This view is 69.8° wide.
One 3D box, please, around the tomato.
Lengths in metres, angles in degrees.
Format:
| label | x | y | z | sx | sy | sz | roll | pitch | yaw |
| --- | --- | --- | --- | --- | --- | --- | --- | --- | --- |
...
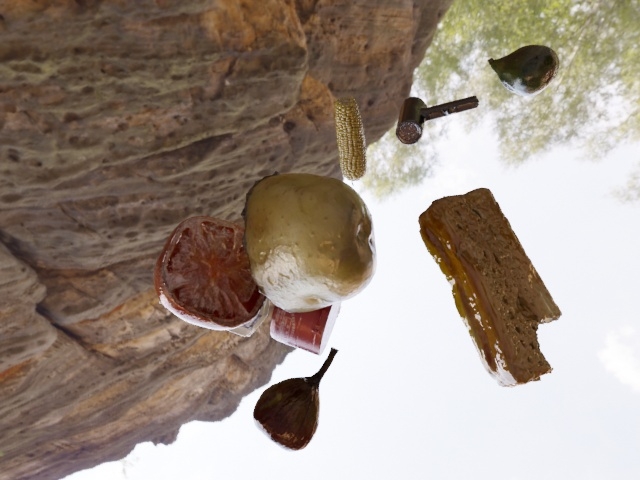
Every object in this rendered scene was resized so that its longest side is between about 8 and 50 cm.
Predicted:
| label | x | y | z | sx | sy | sz | roll | pitch | yaw |
| --- | --- | --- | --- | --- | --- | --- | --- | --- | --- |
| tomato | -0.221 | 0.070 | 0.909 | 0.237 | 0.095 | 0.236 | 20 | -123 | -34 |

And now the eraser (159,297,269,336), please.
| label | x | y | z | sx | sy | sz | roll | pitch | yaw |
| --- | --- | --- | --- | --- | --- | --- | --- | --- | --- |
| eraser | -0.295 | 0.168 | 1.298 | 0.279 | 0.124 | 0.081 | 26 | -144 | -18 |

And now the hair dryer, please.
| label | x | y | z | sx | sy | sz | roll | pitch | yaw |
| --- | --- | --- | --- | --- | --- | --- | --- | --- | --- |
| hair dryer | 0.357 | -0.394 | 1.410 | 0.251 | 0.089 | 0.197 | -12 | -149 | 27 |

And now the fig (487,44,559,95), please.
| label | x | y | z | sx | sy | sz | roll | pitch | yaw |
| --- | --- | --- | --- | --- | --- | --- | --- | --- | --- |
| fig | 0.459 | -0.395 | 1.063 | 0.117 | 0.117 | 0.177 | -23 | -152 | -13 |

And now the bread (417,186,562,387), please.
| label | x | y | z | sx | sy | sz | roll | pitch | yaw |
| --- | --- | --- | --- | --- | --- | --- | --- | --- | --- |
| bread | 0.333 | 0.081 | 0.880 | 0.185 | 0.109 | 0.380 | -11 | -114 | -22 |

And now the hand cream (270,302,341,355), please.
| label | x | y | z | sx | sy | sz | roll | pitch | yaw |
| --- | --- | --- | --- | --- | --- | --- | --- | --- | --- |
| hand cream | -0.025 | 0.155 | 1.050 | 0.125 | 0.193 | 0.193 | 19 | -120 | 10 |

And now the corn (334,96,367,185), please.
| label | x | y | z | sx | sy | sz | roll | pitch | yaw |
| --- | --- | --- | --- | --- | --- | --- | --- | --- | --- |
| corn | 0.105 | -0.337 | 1.569 | 0.101 | 0.310 | 0.101 | -7 | -146 | 5 |

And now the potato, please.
| label | x | y | z | sx | sy | sz | roll | pitch | yaw |
| --- | --- | --- | --- | --- | --- | --- | --- | --- | --- |
| potato | 0.000 | 0.000 | 0.834 | 0.243 | 0.242 | 0.285 | -13 | -84 | -7 |

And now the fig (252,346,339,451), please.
| label | x | y | z | sx | sy | sz | roll | pitch | yaw |
| --- | --- | --- | --- | --- | --- | --- | --- | --- | --- |
| fig | -0.073 | 0.407 | 1.228 | 0.191 | 0.190 | 0.290 | 15 | -86 | 10 |
